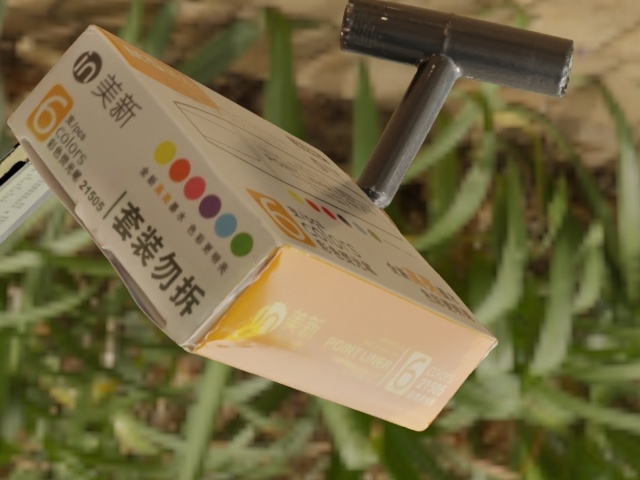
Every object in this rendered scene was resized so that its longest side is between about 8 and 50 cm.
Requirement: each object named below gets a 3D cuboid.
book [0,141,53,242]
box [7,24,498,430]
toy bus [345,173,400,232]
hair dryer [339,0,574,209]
[{"bbox_3d":[-0.279,-0.005,1.549,0.231,0.026,0.157,-44,177,3],"label":"book"},{"bbox_3d":[-0.037,-0.001,1.213,0.091,0.221,0.274,-49,148,11],"label":"box"},{"bbox_3d":[0.000,0.000,1.527,0.195,0.081,0.089,-22,158,-49],"label":"toy bus"},{"bbox_3d":[0.083,-0.077,1.440,0.173,0.195,0.050,11,161,12],"label":"hair dryer"}]
